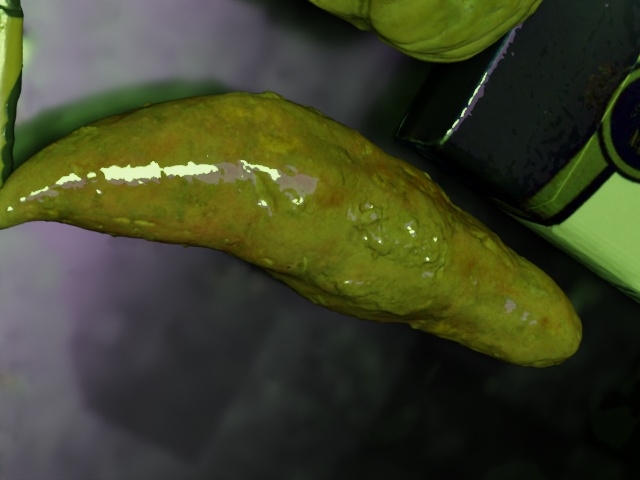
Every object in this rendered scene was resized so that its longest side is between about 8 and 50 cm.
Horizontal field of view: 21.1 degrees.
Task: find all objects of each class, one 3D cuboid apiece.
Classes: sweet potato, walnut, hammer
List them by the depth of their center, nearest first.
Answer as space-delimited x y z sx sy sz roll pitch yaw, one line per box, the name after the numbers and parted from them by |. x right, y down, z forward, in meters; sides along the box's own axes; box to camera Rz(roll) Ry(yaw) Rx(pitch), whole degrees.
-0.165 -0.109 0.876 0.078 0.021 0.201 4 97 -22 | hammer
0.065 -0.187 0.890 0.155 0.155 0.184 31 92 -23 | walnut
0.001 -0.015 0.920 0.354 0.095 0.106 16 89 -25 | sweet potato

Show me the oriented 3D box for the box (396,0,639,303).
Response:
0.188 -0.062 0.999 0.259 0.071 0.168 32 87 -25 | box
